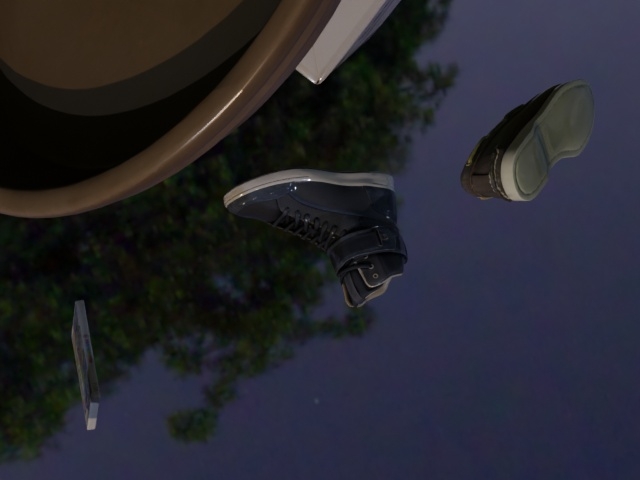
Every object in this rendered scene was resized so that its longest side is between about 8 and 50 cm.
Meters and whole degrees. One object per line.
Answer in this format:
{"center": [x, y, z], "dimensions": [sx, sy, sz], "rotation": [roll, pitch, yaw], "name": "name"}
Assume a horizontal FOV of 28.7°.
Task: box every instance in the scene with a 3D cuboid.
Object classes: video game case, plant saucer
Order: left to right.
{"center": [-0.265, 0.141, 1.413], "dimensions": [0.011, 0.087, 0.122], "rotation": [-6, -121, -18], "name": "video game case"}
{"center": [-0.072, -0.139, 0.485], "dimensions": [0.278, 0.041, 0.277], "rotation": [-15, -113, 38], "name": "plant saucer"}

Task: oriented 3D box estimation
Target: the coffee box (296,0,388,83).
{"center": [-0.006, -0.259, 1.155], "dimensions": [0.119, 0.168, 0.297], "rotation": [-51, -179, 20], "name": "coffee box"}

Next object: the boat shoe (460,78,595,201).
{"center": [0.223, -0.110, 1.324], "dimensions": [0.069, 0.081, 0.228], "rotation": [-2, -155, 37], "name": "boat shoe"}

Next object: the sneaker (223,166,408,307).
{"center": [0.001, -0.001, 1.512], "dimensions": [0.226, 0.086, 0.163], "rotation": [-2, -111, -23], "name": "sneaker"}
